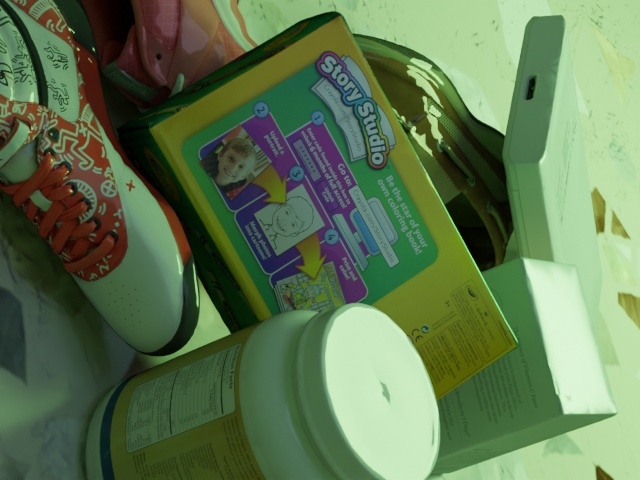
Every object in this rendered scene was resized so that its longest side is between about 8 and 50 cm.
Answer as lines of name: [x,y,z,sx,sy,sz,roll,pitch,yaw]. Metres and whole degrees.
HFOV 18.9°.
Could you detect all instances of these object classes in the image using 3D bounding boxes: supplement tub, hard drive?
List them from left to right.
supplement tub: [-0.038,0.130,1.247,0.144,0.199,0.144,34,45,-41]
hard drive: [0.211,-0.018,1.727,0.203,0.040,0.308,-74,158,-45]

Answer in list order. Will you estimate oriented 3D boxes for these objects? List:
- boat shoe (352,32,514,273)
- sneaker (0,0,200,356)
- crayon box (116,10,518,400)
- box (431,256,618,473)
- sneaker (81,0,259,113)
boat shoe: [0.072,-0.065,1.609,0.324,0.122,0.120,29,53,-43]
sneaker: [-0.184,-0.041,1.251,0.145,0.090,0.270,-9,74,-56]
crayon box: [0.000,0.000,1.361,0.165,0.081,0.278,-33,101,-20]
box: [0.129,0.103,1.532,0.091,0.170,0.130,8,65,-53]
sneaker: [-0.100,-0.116,1.427,0.136,0.116,0.314,-33,91,-46]
